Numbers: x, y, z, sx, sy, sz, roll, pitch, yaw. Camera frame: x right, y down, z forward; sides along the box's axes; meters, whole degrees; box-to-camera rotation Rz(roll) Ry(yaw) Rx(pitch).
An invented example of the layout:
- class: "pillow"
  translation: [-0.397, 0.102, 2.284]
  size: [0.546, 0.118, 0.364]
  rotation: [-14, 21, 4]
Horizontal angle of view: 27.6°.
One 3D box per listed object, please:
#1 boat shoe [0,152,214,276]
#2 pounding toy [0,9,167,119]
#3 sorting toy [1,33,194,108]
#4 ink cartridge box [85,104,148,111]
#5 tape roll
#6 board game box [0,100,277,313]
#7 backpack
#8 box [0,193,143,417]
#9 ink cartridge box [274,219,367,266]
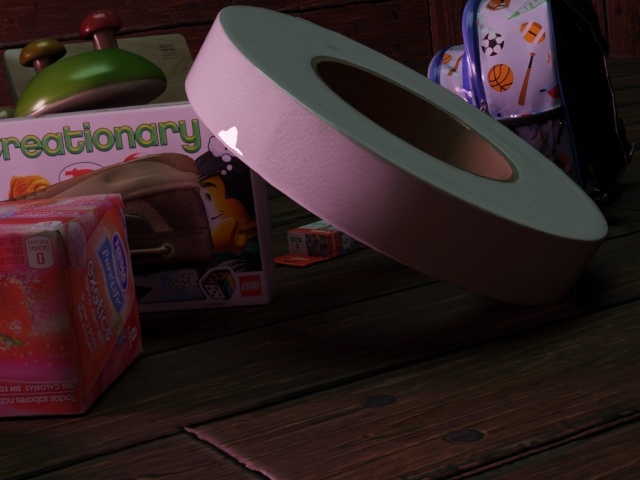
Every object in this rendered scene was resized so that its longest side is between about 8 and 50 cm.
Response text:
- class: "boat shoe"
  translation: [-0.257, 0.031, 1.146]
  size: [0.342, 0.123, 0.123]
  rotation: [-18, -8, 3]
- class: "pounding toy"
  translation: [-0.296, -0.196, 1.541]
  size: [0.183, 0.110, 0.237]
  rotation: [-16, -3, -38]
- class: "sorting toy"
  translation: [-0.274, -0.136, 1.745]
  size: [0.257, 0.255, 0.089]
  rotation: [-11, -21, -29]
- class: "ink cartridge box"
  translation: [-0.206, -0.053, 1.412]
  size: [0.168, 0.171, 0.233]
  rotation: [-17, 14, -42]
- class: "tape roll"
  translation: [0.067, -0.081, 1.137]
  size: [0.392, 0.072, 0.392]
  rotation: [26, 18, -9]
- class: "board game box"
  translation: [-0.203, -0.027, 1.230]
  size: [0.305, 0.193, 0.053]
  rotation: [-5, 11, 10]
- class: "backpack"
  translation: [0.242, -0.165, 1.485]
  size: [0.213, 0.263, 0.276]
  rotation: [-3, 13, 16]
- class: "box"
  translation: [-0.309, 0.053, 1.022]
  size: [0.300, 0.142, 0.154]
  rotation: [-4, 12, 10]
- class: "ink cartridge box"
  translation: [0.000, 0.000, 1.393]
  size: [0.063, 0.029, 0.115]
  rotation: [5, 16, 44]
